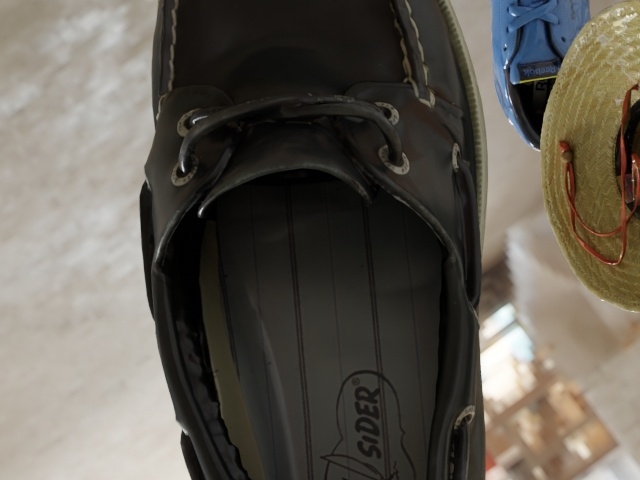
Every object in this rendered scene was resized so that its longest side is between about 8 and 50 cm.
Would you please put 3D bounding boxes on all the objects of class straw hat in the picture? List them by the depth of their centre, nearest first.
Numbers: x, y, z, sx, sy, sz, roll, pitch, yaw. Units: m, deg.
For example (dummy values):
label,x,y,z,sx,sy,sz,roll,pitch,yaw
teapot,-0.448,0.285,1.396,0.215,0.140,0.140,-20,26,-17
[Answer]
label,x,y,z,sx,sy,sz,roll,pitch,yaw
straw hat,0.163,-0.039,0.877,0.061,0.144,0.144,-7,152,-31

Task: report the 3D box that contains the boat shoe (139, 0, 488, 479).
label,x,y,z,sx,sy,sz,roll,pitch,yaw
boat shoe,-0.004,0.001,0.708,0.127,0.340,0.113,-2,173,7

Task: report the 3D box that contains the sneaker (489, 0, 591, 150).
label,x,y,z,sx,sy,sz,roll,pitch,yaw
sneaker,0.138,-0.153,1.240,0.069,0.082,0.209,-3,125,7
